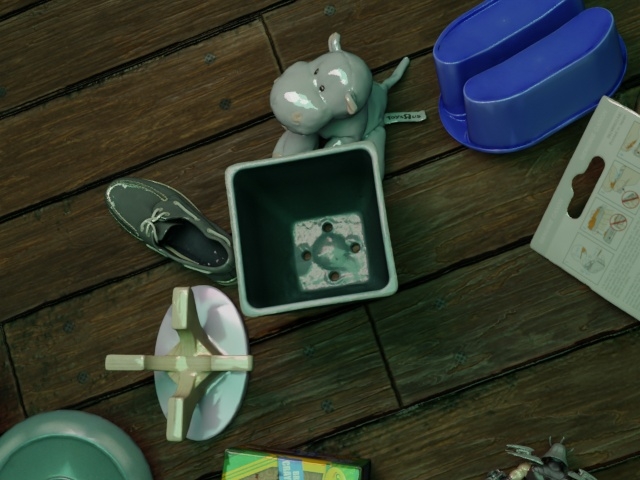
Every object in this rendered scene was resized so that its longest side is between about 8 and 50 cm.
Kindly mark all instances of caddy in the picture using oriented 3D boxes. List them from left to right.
[{"bbox_3d":[0.359,-0.298,1.560,0.341,0.179,0.241,-30,53,3],"label":"caddy"}]

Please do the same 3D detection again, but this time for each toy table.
[{"bbox_3d":[-0.226,0.210,1.565,0.252,0.161,0.275,-12,79,7],"label":"toy table"}]

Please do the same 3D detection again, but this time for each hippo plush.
[{"bbox_3d":[0.037,-0.210,1.558,0.294,0.236,0.235,-17,77,6],"label":"hippo plush"}]

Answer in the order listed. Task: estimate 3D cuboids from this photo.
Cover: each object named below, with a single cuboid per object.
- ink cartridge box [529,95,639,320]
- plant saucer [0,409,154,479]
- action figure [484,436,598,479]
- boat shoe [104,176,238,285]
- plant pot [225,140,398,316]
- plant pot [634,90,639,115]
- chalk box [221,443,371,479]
[{"bbox_3d":[0.570,-0.019,1.455,0.385,0.091,0.308,36,124,28],"label":"ink cartridge box"},{"bbox_3d":[-0.445,0.454,1.552,0.317,0.044,0.318,0,90,0],"label":"plant saucer"},{"bbox_3d":[0.346,0.454,1.467,0.185,0.099,0.285,19,79,19],"label":"action figure"},{"bbox_3d":[-0.271,-0.029,1.645,0.319,0.099,0.116,33,87,13],"label":"boat shoe"},{"bbox_3d":[0.000,0.000,1.518,0.247,0.252,0.247,-9,80,7],"label":"plant pot"},{"bbox_3d":[0.660,-0.235,1.447,0.256,0.274,0.257,-2,80,9],"label":"plant pot"},{"bbox_3d":[-0.010,0.443,1.478,0.288,0.179,0.180,4,81,10],"label":"chalk box"}]
